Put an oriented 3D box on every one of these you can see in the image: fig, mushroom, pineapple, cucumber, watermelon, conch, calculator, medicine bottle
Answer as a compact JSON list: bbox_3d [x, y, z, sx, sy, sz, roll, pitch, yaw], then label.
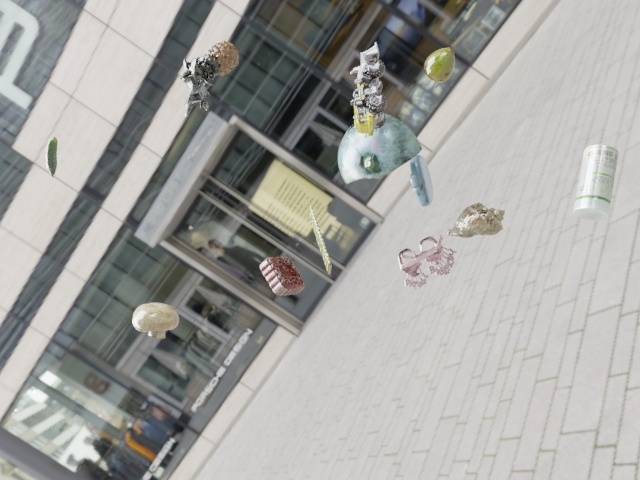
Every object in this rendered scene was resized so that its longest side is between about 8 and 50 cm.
[{"bbox_3d":[0.297,-0.437,1.303,0.088,0.074,0.074,-55,3,35],"label":"fig"},{"bbox_3d":[-0.605,0.293,1.930,0.166,0.167,0.127,151,124,-81],"label":"mushroom"},{"bbox_3d":[-0.377,-0.583,1.766,0.111,0.119,0.237,-12,30,44],"label":"pineapple"},{"bbox_3d":[-0.943,-0.291,1.845,0.037,0.037,0.155,-63,-9,-62],"label":"cucumber"},{"bbox_3d":[0.163,-0.312,1.813,0.322,0.188,0.175,-24,17,30],"label":"watermelon"},{"bbox_3d":[0.544,-0.060,1.841,0.207,0.130,0.155,-28,-8,15],"label":"conch"},{"bbox_3d":[0.371,-0.220,1.926,0.042,0.188,0.303,-12,9,19],"label":"calculator"},{"bbox_3d":[0.719,-0.152,1.376,0.086,0.086,0.183,139,149,-75],"label":"medicine bottle"}]

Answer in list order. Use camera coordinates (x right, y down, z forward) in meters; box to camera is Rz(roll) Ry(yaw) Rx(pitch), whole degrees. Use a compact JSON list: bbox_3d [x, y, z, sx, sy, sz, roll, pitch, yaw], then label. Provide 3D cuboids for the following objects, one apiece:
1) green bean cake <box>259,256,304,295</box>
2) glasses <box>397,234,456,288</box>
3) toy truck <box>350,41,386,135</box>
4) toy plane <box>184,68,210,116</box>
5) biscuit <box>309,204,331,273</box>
[{"bbox_3d":[-0.125,0.117,1.773,0.056,0.135,0.135,-43,-23,28],"label":"green bean cake"},{"bbox_3d":[0.415,0.079,2.013,0.256,0.162,0.095,-27,2,-14],"label":"glasses"},{"bbox_3d":[0.148,-0.473,1.655,0.136,0.111,0.285,78,-170,-74],"label":"toy truck"},{"bbox_3d":[-0.468,-0.546,1.981,0.088,0.192,0.261,-16,46,7],"label":"toy plane"},{"bbox_3d":[0.000,0.000,1.881,0.016,0.231,0.139,-17,-18,-6],"label":"biscuit"}]
